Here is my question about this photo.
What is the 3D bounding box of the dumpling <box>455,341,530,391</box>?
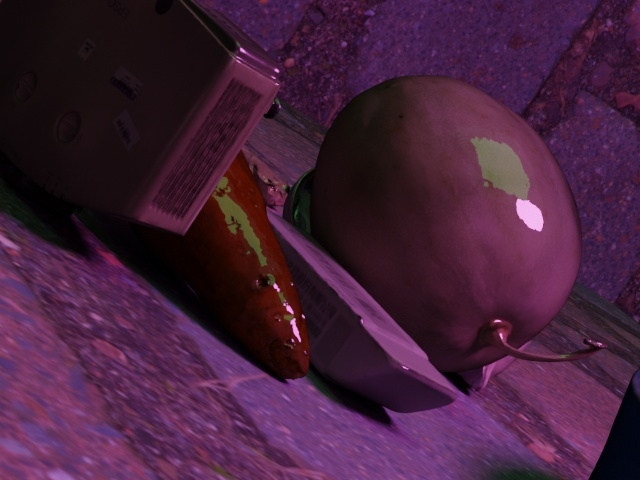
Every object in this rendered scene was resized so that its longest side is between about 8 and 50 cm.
[{"bbox_3d":[0.173,0.083,1.653,0.118,0.136,0.199,39,16,-20],"label":"dumpling"}]

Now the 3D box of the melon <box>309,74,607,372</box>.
[{"bbox_3d":[0.114,-0.015,1.505,0.272,0.272,0.308,32,32,-23],"label":"melon"}]

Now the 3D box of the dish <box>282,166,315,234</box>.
[{"bbox_3d":[0.000,0.000,1.660,0.141,0.078,0.141,22,55,-35],"label":"dish"}]

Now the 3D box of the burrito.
[{"bbox_3d":[-0.093,-0.092,1.934,0.051,0.042,0.171,21,19,-51],"label":"burrito"}]

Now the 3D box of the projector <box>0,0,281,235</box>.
[{"bbox_3d":[-0.158,-0.112,1.193,0.088,0.193,0.269,25,12,-48],"label":"projector"}]

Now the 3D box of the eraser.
[{"bbox_3d":[-0.004,0.051,1.349,0.089,0.061,0.352,29,10,-36],"label":"eraser"}]

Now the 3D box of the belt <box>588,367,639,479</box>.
[{"bbox_3d":[0.370,0.225,1.277,0.300,0.173,0.436,26,16,21],"label":"belt"}]

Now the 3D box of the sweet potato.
[{"bbox_3d":[-0.101,-0.031,1.253,0.112,0.112,0.359,29,27,-38],"label":"sweet potato"}]
